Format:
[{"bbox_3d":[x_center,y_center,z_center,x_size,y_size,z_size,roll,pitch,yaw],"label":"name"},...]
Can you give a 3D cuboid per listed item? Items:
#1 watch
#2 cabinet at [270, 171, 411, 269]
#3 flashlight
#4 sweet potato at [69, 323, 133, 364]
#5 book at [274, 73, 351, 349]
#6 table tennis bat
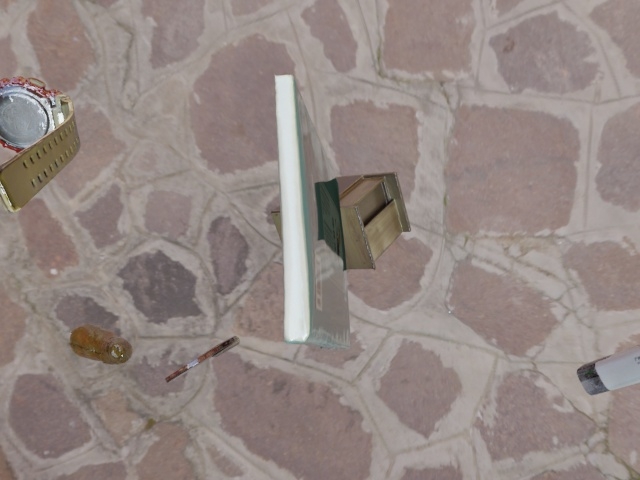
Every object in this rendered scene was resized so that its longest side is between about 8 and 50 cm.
[{"bbox_3d":[-0.379,-0.112,0.717,0.164,0.268,0.102,0,119,0],"label":"watch"},{"bbox_3d":[0.048,-0.036,1.286,0.215,0.175,0.148,-2,117,37],"label":"cabinet"},{"bbox_3d":[0.173,0.063,0.324,0.018,0.083,0.018,-14,72,-33],"label":"flashlight"},{"bbox_3d":[-0.443,0.217,1.258,0.273,0.075,0.076,2,82,50],"label":"sweet potato"},{"bbox_3d":[0.000,0.000,0.752,0.031,0.379,0.265,-5,77,7],"label":"book"},{"bbox_3d":[-0.144,0.149,0.801,0.095,0.158,0.014,-34,85,14],"label":"table tennis bat"}]
